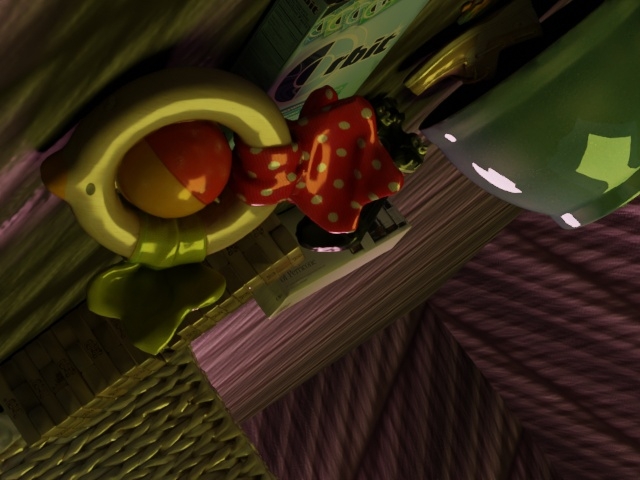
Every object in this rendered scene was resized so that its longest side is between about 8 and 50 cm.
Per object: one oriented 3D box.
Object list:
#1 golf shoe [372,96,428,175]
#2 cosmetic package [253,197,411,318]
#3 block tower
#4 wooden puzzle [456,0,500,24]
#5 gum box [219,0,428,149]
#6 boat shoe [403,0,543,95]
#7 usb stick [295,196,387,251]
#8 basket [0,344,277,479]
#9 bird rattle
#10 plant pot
[{"bbox_3d":[0.015,-0.072,1.207,0.120,0.105,0.273,-33,172,23],"label":"golf shoe"},{"bbox_3d":[0.000,0.000,1.494,0.239,0.099,0.060,-29,165,-42],"label":"cosmetic package"},{"bbox_3d":[-0.178,0.079,1.251,0.335,0.091,0.097,-36,170,-3],"label":"block tower"},{"bbox_3d":[0.166,-0.241,1.222,0.083,0.006,0.049,-28,166,-44],"label":"wooden puzzle"},{"bbox_3d":[0.004,-0.156,0.942,0.157,0.041,0.184,-28,167,-41],"label":"gum box"},{"bbox_3d":[0.164,-0.193,1.255,0.170,0.059,0.063,-35,-176,-14],"label":"boat shoe"},{"bbox_3d":[0.033,-0.040,1.361,0.077,0.045,0.278,-9,-168,13],"label":"usb stick"},{"bbox_3d":[-0.248,0.296,1.510,0.331,0.266,0.328,-34,171,-8],"label":"basket"},{"bbox_3d":[-0.080,-0.039,0.868,0.253,0.143,0.207,-28,141,16],"label":"bird rattle"},{"bbox_3d":[0.285,-0.137,1.345,0.293,0.196,0.293,-38,-174,5],"label":"plant pot"}]
